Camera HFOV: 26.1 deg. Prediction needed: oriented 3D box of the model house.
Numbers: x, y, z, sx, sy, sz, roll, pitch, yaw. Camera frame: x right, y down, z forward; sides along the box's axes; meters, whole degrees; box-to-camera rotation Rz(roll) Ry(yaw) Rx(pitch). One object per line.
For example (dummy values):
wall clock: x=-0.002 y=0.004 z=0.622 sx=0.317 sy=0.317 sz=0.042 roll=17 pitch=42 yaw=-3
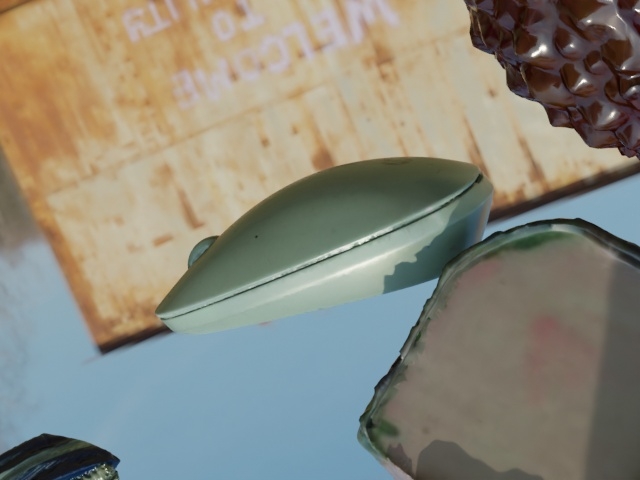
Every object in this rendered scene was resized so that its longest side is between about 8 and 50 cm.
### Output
model house: x=0.169 y=0.138 z=1.046 sx=0.237 sy=0.202 sz=0.237 roll=-59 pitch=160 yaw=-19

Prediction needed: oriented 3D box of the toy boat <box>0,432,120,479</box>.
toy boat: x=-0.237 y=0.329 z=1.280 sx=0.220 sy=0.291 sz=0.067 roll=-36 pitch=155 yaw=-5

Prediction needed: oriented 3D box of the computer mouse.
computer mouse: x=-0.001 y=-0.006 z=1.109 sx=0.289 sy=0.097 sz=0.159 roll=-13 pitch=-165 yaw=19

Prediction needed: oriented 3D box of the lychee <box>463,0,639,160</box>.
lychee: x=0.180 y=-0.174 z=0.674 sx=0.264 sy=0.300 sz=0.264 roll=-14 pitch=155 yaw=-7
